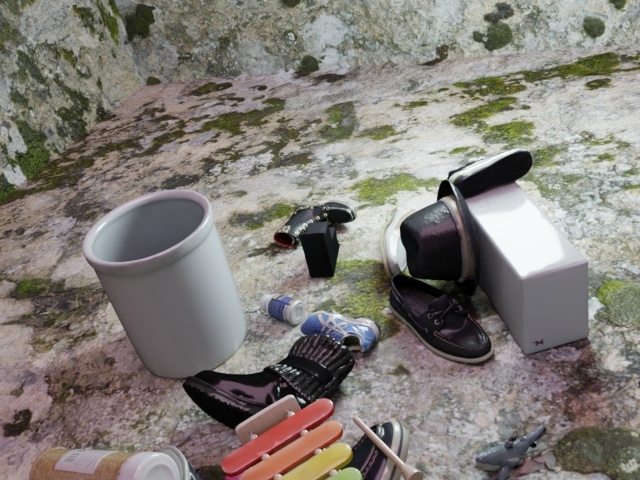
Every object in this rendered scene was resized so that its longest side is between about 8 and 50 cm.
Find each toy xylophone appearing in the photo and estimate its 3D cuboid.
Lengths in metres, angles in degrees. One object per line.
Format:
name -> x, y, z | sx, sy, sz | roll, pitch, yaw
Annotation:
toy xylophone -> 0.004, 0.356, 1.084 | 0.236, 0.081, 0.322 | -33, 33, -22

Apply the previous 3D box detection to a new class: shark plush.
shark plush -> 0.376, 0.411, 1.368 | 0.161, 0.067, 0.073 | -18, 33, -5

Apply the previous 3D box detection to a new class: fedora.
fedora -> 0.286, 0.006, 1.770 | 0.152, 0.334, 0.334 | -12, 33, -2

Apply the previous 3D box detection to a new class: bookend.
bookend -> 0.000, 0.000, 2.047 | 0.072, 0.157, 0.156 | -5, 35, 13

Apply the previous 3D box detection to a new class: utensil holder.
utensil holder -> -0.386, 0.116, 1.813 | 0.327, 0.385, 0.328 | -9, 33, 6

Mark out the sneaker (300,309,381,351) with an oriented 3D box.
sneaker -> 0.040, 0.230, 1.757 | 0.211, 0.080, 0.081 | 2, 33, 25

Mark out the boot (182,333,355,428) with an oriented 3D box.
boot -> -0.118, 0.317, 1.634 | 0.348, 0.131, 0.260 | 15, 49, 21

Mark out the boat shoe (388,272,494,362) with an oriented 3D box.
boat shoe -> 0.284, 0.174, 1.716 | 0.127, 0.113, 0.340 | -26, 35, -17

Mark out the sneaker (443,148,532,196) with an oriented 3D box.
sneaker -> 0.430, -0.191, 1.817 | 0.234, 0.084, 0.097 | -19, 32, -8

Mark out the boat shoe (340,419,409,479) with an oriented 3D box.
boat shoe -> -0.042, 0.485, 1.169 | 0.500, 0.156, 0.187 | -47, 2, -4

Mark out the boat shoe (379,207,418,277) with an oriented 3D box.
boat shoe -> 0.237, -0.007, 2.006 | 0.103, 0.113, 0.302 | -9, 32, 18

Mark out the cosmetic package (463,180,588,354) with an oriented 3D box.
cosmetic package -> 0.482, 0.038, 1.739 | 0.161, 0.230, 0.453 | -15, 34, -2

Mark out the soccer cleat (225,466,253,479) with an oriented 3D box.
soccer cleat -> -0.024, 0.490, 1.355 | 0.331, 0.116, 0.143 | 17, 58, 27

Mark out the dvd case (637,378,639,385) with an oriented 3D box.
dvd case -> 0.799, 0.282, 1.445 | 0.221, 0.018, 0.164 | -27, 34, -18

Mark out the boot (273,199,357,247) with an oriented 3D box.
boot -> -0.018, -0.047, 2.193 | 0.236, 0.085, 0.178 | 4, 39, 37

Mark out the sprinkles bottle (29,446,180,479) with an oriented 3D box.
sprinkles bottle -> -0.449, 0.491, 1.442 | 0.355, 0.121, 0.121 | -10, 30, 36

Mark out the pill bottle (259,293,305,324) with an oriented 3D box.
pill bottle -> -0.105, 0.181, 1.897 | 0.120, 0.067, 0.067 | 13, 42, 36

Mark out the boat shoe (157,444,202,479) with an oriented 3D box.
boat shoe -> -0.268, 0.535, 1.416 | 0.114, 0.091, 0.302 | -45, 36, 1
